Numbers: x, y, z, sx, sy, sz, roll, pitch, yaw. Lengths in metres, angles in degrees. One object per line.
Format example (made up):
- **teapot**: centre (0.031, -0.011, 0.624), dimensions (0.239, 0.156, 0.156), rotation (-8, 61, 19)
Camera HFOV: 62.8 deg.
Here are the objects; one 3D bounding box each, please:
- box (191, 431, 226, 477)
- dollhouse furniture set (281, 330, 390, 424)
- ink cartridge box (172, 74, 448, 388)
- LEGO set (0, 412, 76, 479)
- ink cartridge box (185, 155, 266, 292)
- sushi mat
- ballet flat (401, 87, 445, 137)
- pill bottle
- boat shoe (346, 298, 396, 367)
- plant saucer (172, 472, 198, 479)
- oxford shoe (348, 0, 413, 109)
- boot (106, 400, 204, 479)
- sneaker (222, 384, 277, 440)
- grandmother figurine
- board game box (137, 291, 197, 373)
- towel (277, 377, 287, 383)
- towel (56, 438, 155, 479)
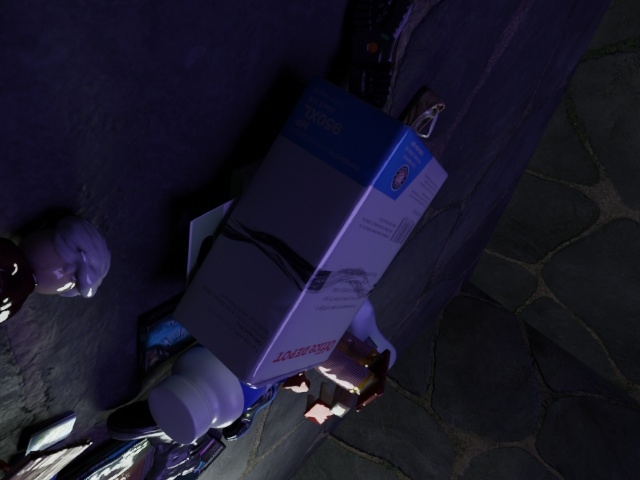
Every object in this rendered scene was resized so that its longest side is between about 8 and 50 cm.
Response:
- **box**: centre (-0.311, 0.565, 1.370), dimensions (0.116, 0.029, 0.162), rotation (-45, 158, -18)
- **dollhouse furniture set**: centre (0.009, 0.397, 1.455), dimensions (0.374, 0.201, 0.152), rotation (-52, -171, 38)
- **ink cartridge box**: centre (0.000, 0.000, 0.803), dimensions (0.395, 0.166, 0.285), rotation (-58, 158, 7)
- **LEGO set**: centre (-0.463, 0.371, 0.742), dimensions (0.244, 0.060, 0.183), rotation (-16, 138, -61)
- **ink cartridge box**: centre (-0.126, -0.028, 0.802), dimensions (0.235, 0.056, 0.171), rotation (-32, 150, -40)
- **sushi mat**: centre (-0.458, 0.379, 0.688), dimensions (0.316, 0.019, 0.151), rotation (-42, 166, -7)
- **ballet flat**: centre (0.190, -0.225, 1.106), dimensions (0.206, 0.067, 0.073), rotation (-55, 159, 8)
- **pill bottle**: centre (-0.172, 0.241, 0.957), dimensions (0.272, 0.152, 0.152), rotation (-35, 153, -51)
- **boat shoe**: centre (0.099, 0.240, 1.556), dimensions (0.136, 0.156, 0.367), rotation (-43, 128, -9)
- **plant saucer**: centre (-0.376, 0.584, 1.207), dimensions (0.195, 0.037, 0.195), rotation (-32, 172, -5)
- **oxford shoe**: centre (0.085, -0.315, 0.779), dimensions (0.096, 0.082, 0.227), rotation (-74, 177, -59)
- **boot**: centre (-0.295, 0.384, 0.972), dimensions (0.246, 0.083, 0.161), rotation (13, 96, -56)
- **sneaker**: centre (-0.197, 0.440, 1.380), dimensions (0.188, 0.067, 0.078), rotation (-49, 137, -3)
- **grandmother figurine**: centre (-0.342, 0.055, 0.465), dimensions (0.207, 0.104, 0.342), rotation (-34, 176, 40)
- **board game box**: centre (-0.225, 0.135, 0.894), dimensions (0.186, 0.026, 0.126), rotation (-31, 149, -42)
- **towel**: centre (-0.071, 0.233, 1.296), dimensions (0.308, 0.076, 0.227), rotation (-56, 165, 9)
- **towel**: centre (-0.372, 0.462, 1.069), dimensions (0.370, 0.040, 0.272), rotation (-25, 145, -52)
